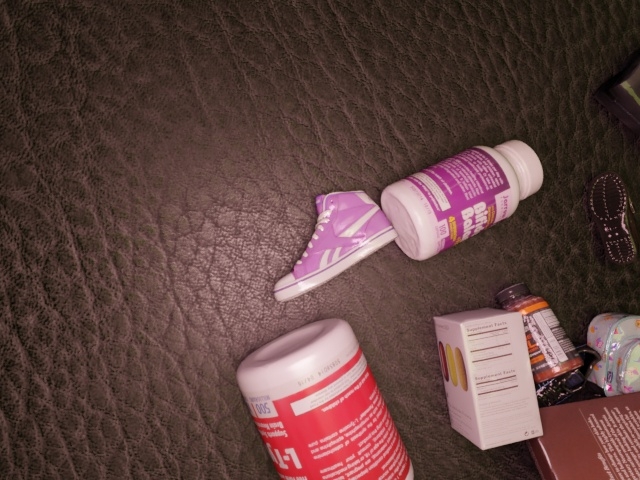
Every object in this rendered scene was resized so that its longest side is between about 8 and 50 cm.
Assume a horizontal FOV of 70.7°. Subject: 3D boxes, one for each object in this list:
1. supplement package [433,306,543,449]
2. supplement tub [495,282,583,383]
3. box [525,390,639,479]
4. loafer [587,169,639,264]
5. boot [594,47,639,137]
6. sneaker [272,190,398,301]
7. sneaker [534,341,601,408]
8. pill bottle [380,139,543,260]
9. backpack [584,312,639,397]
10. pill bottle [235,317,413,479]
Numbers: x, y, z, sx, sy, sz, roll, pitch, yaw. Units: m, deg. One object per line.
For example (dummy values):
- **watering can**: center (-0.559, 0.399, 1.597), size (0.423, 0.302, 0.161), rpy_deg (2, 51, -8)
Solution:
- **supplement package**: center (0.338, 0.271, 0.929), size (0.134, 0.139, 0.243), rpy_deg (-9, 87, -10)
- **supplement tub**: center (0.450, 0.191, 0.951), size (0.106, 0.106, 0.197), rpy_deg (-17, 64, -11)
- **box**: center (0.627, 0.416, 0.879), size (0.382, 0.191, 0.143), rpy_deg (-11, 128, 6)
- **loafer**: center (0.686, -0.054, 1.051), size (0.079, 0.080, 0.219), rpy_deg (-5, 86, -43)
- **boot**: center (0.928, -0.313, 1.081), size (0.445, 0.146, 0.367), rpy_deg (44, 68, 5)
- **sneaker**: center (0.000, 0.000, 0.913), size (0.282, 0.102, 0.161), rpy_deg (-32, 86, -17)
- **sneaker**: center (0.508, 0.311, 0.981), size (0.081, 0.090, 0.232), rpy_deg (45, 80, -5)
- **pill bottle**: center (0.292, -0.092, 0.926), size (0.302, 0.169, 0.169), rpy_deg (-26, 92, -10)
- **backpack**: center (0.684, 0.254, 0.993), size (0.166, 0.144, 0.188), rpy_deg (5, 81, -5)
- **pill bottle**: center (0.027, 0.369, 0.821), size (0.229, 0.229, 0.407), rpy_deg (-24, 91, -11)
